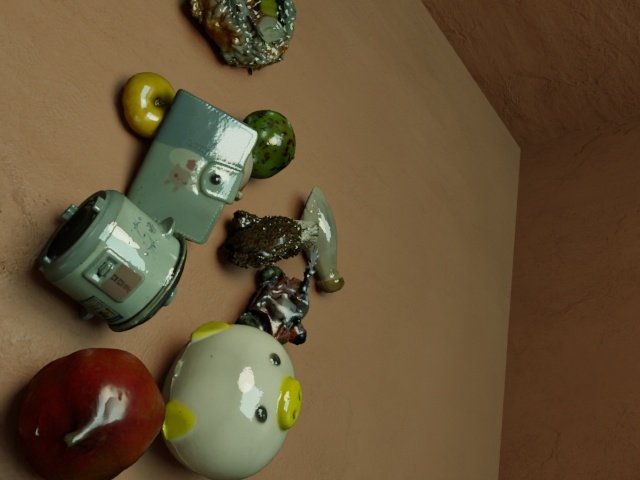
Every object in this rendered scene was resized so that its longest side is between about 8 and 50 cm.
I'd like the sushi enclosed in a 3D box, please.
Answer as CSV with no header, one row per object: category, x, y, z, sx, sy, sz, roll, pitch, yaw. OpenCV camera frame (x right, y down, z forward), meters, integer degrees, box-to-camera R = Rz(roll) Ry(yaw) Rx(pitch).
sushi,-0.235,-0.732,2.123,0.417,0.175,0.418,22,61,-46

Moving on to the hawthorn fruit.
hawthorn fruit,-0.453,0.345,1.353,0.294,0.311,0.295,18,54,-26

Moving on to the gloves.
gloves,-0.152,-0.008,1.965,0.312,0.210,0.135,-29,139,-60

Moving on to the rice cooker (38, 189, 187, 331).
rice cooker,-0.447,0.051,1.508,0.316,0.264,0.317,-8,111,-22

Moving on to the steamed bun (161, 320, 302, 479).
steamed bun,-0.219,0.385,1.635,0.334,0.333,0.374,44,41,-34

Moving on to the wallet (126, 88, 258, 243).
wallet,-0.325,-0.182,1.740,0.252,0.083,0.361,25,82,-15

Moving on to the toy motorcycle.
toy motorcycle,-0.100,0.168,1.978,0.207,0.134,0.401,32,43,-9

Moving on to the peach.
peach,-0.442,-0.353,1.783,0.179,0.103,0.179,27,57,-53

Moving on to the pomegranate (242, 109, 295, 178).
pomegranate,-0.193,-0.295,2.014,0.262,0.211,0.211,18,61,-20

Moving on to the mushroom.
mushroom,0.000,0.000,2.209,0.128,0.128,0.351,-16,94,-53

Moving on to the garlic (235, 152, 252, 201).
garlic,-0.295,-0.205,1.879,0.160,0.213,0.191,103,-7,-78

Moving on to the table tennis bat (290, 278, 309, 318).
table tennis bat,-0.105,0.205,2.086,0.234,0.022,0.131,-37,107,-53
